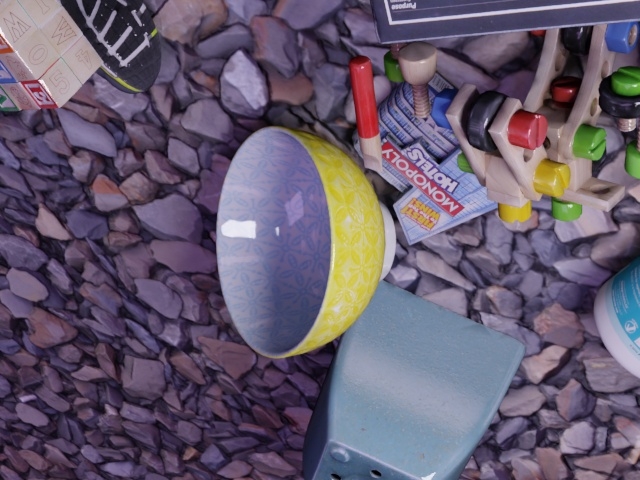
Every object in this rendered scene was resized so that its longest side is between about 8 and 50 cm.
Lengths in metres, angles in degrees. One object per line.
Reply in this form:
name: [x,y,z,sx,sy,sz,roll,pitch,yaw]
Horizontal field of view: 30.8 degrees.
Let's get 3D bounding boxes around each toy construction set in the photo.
toy construction set: [0.195,-0.099,1.225,0.308,0.257,0.237,3,131,13]

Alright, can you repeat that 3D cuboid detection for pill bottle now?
pill bottle: [0.443,0.045,1.313,0.146,0.146,0.264,36,135,-6]

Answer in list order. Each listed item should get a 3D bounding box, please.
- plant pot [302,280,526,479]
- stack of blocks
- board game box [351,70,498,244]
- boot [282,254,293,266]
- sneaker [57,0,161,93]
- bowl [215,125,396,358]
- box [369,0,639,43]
plant pot: [0.104,0.253,1.593,0.247,0.252,0.248,23,136,5]
stack of blocks: [-0.408,-0.289,1.341,0.171,0.087,0.297,5,139,45]
board game box: [0.134,-0.088,1.412,0.194,0.060,0.194,38,134,-9]
boot: [-0.075,0.028,1.629,0.106,0.037,0.114,42,154,6]
sneaker: [-0.324,-0.293,1.445,0.300,0.111,0.121,44,148,-11]
bowl: [0.000,0.000,1.467,0.156,0.289,0.289,-1,147,-32]
box: [0.176,-0.357,1.054,0.296,0.183,0.294,-1,127,21]
